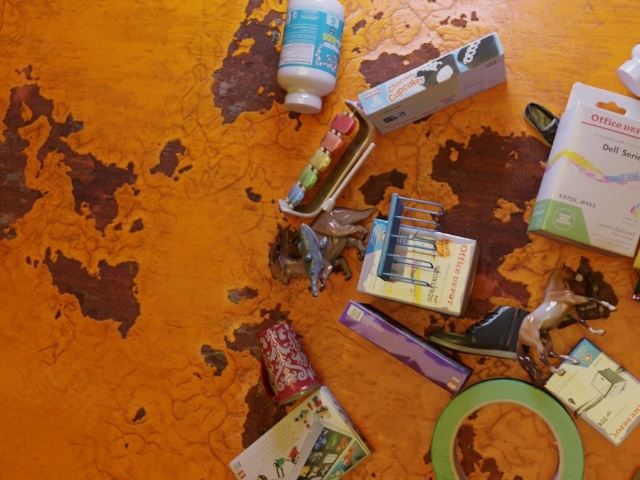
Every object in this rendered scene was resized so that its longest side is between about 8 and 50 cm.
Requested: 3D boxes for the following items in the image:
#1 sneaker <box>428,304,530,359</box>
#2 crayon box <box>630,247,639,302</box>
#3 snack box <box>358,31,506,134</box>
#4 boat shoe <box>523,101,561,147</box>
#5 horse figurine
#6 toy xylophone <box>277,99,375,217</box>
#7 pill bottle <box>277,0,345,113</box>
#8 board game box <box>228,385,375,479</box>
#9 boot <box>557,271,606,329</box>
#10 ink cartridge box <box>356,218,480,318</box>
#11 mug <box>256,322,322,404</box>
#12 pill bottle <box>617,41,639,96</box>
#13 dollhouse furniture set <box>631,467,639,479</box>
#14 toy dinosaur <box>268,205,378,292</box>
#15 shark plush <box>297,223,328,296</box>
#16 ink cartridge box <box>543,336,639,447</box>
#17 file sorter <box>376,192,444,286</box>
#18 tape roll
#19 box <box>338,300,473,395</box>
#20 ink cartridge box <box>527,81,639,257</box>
[{"bbox_3d":[0.356,0.197,1.604,0.221,0.083,0.118,9,81,-1],"label":"sneaker"},{"bbox_3d":[0.771,-0.005,1.446,0.202,0.081,0.319,16,77,37],"label":"crayon box"},{"bbox_3d":[0.260,-0.349,1.637,0.321,0.187,0.060,-22,79,13],"label":"snack box"},{"bbox_3d":[0.519,-0.254,1.622,0.152,0.049,0.056,43,95,15],"label":"boat shoe"},{"bbox_3d":[0.500,0.182,1.528,0.263,0.066,0.174,-52,48,0],"label":"horse figurine"},{"bbox_3d":[0.024,-0.181,1.682,0.081,0.236,0.323,32,89,-16],"label":"toy xylophone"},{"bbox_3d":[-0.026,-0.450,1.752,0.146,0.146,0.264,7,87,17],"label":"pill bottle"},{"bbox_3d":[-0.047,0.516,1.704,0.305,0.053,0.193,-41,74,9],"label":"board game box"},{"bbox_3d":[0.557,0.133,1.581,0.114,0.037,0.107,-16,78,19],"label":"boot"},{"bbox_3d":[0.226,0.065,1.611,0.232,0.168,0.171,13,86,17],"label":"ink cartridge box"},{"bbox_3d":[-0.097,0.299,1.714,0.150,0.113,0.169,-27,74,10],"label":"mug"},{"bbox_3d":[0.738,-0.400,1.544,0.180,0.108,0.108,-40,75,9],"label":"pill bottle"},{"bbox_3d":[0.717,0.584,1.489,0.151,0.123,0.144,32,94,52],"label":"dollhouse furniture set"},{"bbox_3d":[0.000,0.000,1.715,0.200,0.127,0.296,38,90,23],"label":"toy dinosaur"},{"bbox_3d":[-0.029,0.047,1.606,0.073,0.067,0.161,1,73,16],"label":"shark plush"},{"bbox_3d":[0.593,0.319,1.525,0.190,0.082,0.140,40,96,18],"label":"ink cartridge box"},{"bbox_3d":[0.189,0.004,1.482,0.104,0.118,0.171,10,84,13],"label":"file sorter"},{"bbox_3d":[0.405,0.464,1.567,0.321,0.077,0.322,-2,83,15],"label":"tape roll"},{"bbox_3d":[0.194,0.234,1.587,0.293,0.201,0.057,31,93,17],"label":"box"},{"bbox_3d":[0.601,-0.159,1.533,0.207,0.119,0.354,16,89,3],"label":"ink cartridge box"}]
